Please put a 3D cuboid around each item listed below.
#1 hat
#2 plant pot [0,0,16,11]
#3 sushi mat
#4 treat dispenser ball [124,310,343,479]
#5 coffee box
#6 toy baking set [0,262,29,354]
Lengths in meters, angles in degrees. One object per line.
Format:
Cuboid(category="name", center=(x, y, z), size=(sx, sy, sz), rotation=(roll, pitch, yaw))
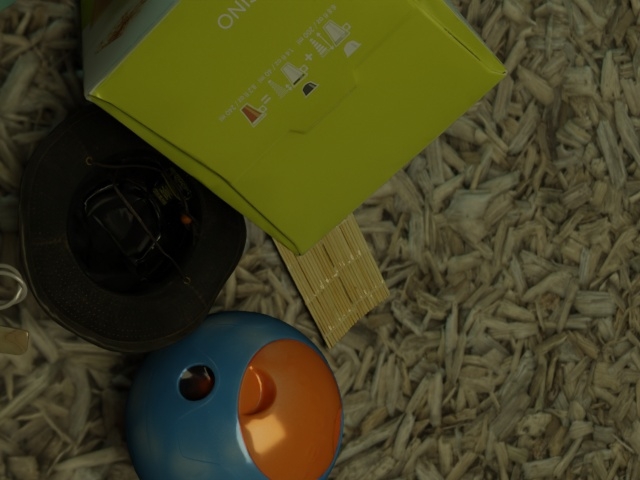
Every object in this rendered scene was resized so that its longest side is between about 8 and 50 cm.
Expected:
Cuboid(category="hat", center=(-0.261, -0.016, 1.206), size=(0.331, 0.134, 0.331), rotation=(11, 73, -41))
Cuboid(category="plant pot", center=(-0.408, -0.346, 0.977), size=(0.293, 0.293, 0.235), rotation=(-47, 123, -22))
Cuboid(category="sushi mat", center=(0.000, 0.000, 1.472), size=(0.151, 0.019, 0.316), rotation=(-37, 115, -26))
Cuboid(category="treat dispenser ball", center=(-0.113, 0.236, 1.251), size=(0.288, 0.288, 0.288), rotation=(-5, 98, -35))
Cuboid(category="coffee box", center=(-0.049, -0.256, 1.139), size=(0.337, 0.334, 0.338), rotation=(-42, 124, 15))
Cuboid(category="toy baking set", center=(-0.441, 0.032, 1.068), size=(0.197, 0.030, 0.256), rotation=(-20, 97, 9))
